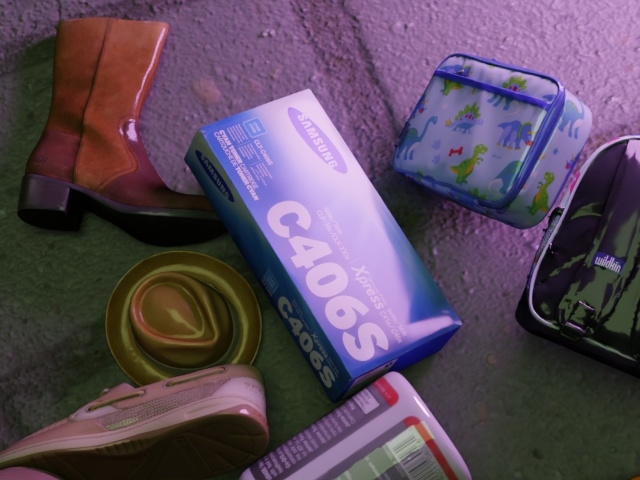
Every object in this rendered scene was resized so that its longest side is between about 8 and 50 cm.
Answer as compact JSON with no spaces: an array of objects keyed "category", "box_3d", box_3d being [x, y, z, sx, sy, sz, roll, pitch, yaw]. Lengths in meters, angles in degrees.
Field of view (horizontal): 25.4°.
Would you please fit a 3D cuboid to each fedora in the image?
[{"category":"fedora","box_3d":[-0.165,0.093,1.673,0.194,0.079,0.194,-1,75,4]}]

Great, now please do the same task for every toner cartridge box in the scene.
[{"category":"toner cartridge box","box_3d":[0.000,0.000,1.656,0.165,0.075,0.348,-23,72,-31]}]

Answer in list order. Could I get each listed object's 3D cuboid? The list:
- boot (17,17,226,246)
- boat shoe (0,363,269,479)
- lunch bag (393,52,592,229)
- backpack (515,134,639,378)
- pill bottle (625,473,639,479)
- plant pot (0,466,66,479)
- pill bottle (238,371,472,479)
[{"category":"boot","box_3d":[-0.223,-0.139,1.758,0.264,0.096,0.280,4,66,12]},{"category":"boat shoe","box_3d":[-0.220,0.228,1.633,0.341,0.121,0.110,-14,39,9]},{"category":"lunch bag","box_3d":[0.196,-0.122,1.642,0.219,0.090,0.176,28,89,50]},{"category":"backpack","box_3d":[0.358,0.018,1.592,0.225,0.191,0.253,22,85,6]},{"category":"pill bottle","box_3d":[0.362,0.320,1.535,0.246,0.136,0.136,-22,74,-2]},{"category":"plant pot","box_3d":[-0.331,0.328,1.575,0.237,0.237,0.109,5,41,6]},{"category":"pill bottle","box_3d":[0.011,0.285,1.562,0.283,0.161,0.161,-34,74,-5]}]
